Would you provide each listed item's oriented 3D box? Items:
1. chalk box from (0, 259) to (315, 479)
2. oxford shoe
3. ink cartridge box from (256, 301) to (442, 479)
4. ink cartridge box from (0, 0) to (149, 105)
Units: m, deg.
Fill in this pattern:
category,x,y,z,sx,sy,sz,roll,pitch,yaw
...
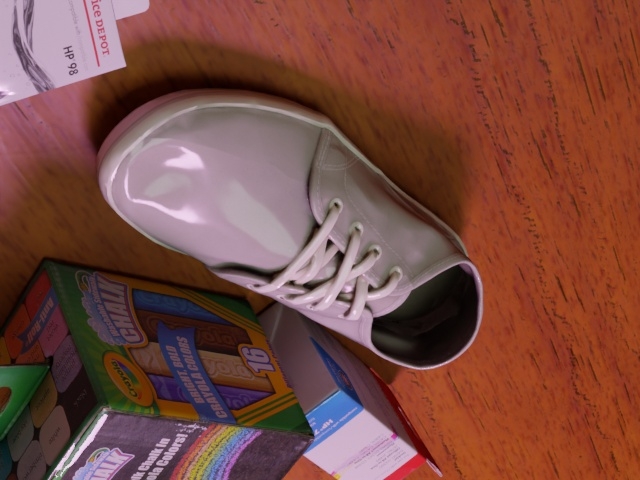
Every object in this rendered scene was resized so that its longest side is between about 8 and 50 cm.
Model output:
category,x,y,z,sx,sy,sz,roll,pitch,yaw
chalk box,-0.188,0.148,1.249,0.289,0.179,0.180,16,122,-39
oxford shoe,0.000,0.000,1.253,0.169,0.130,0.449,-44,136,17
ink cartridge box,0.019,0.167,1.420,0.078,0.134,0.231,-38,138,7
ink cartridge box,-0.204,-0.163,1.020,0.180,0.060,0.104,-20,137,-13
